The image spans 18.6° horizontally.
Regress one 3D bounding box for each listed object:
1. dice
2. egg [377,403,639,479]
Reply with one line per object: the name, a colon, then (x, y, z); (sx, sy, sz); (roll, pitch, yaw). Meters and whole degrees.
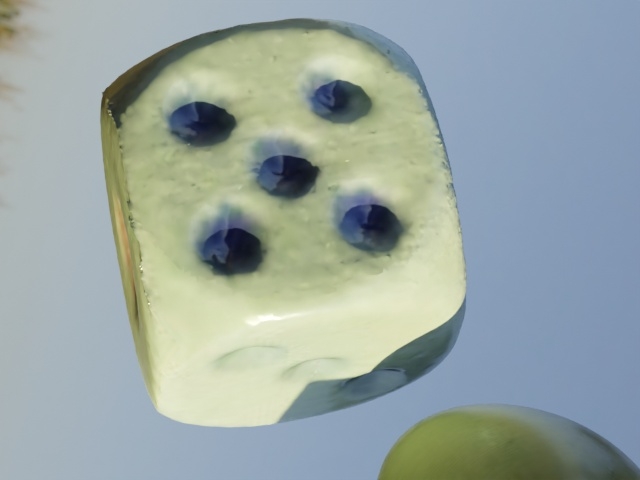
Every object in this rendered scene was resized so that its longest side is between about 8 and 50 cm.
dice: (-0.035, -0.010, 1.622); (0.268, 0.263, 0.264); (102, -23, -65)
egg: (0.149, 0.237, 1.537); (0.295, 0.218, 0.218); (33, -72, 50)
